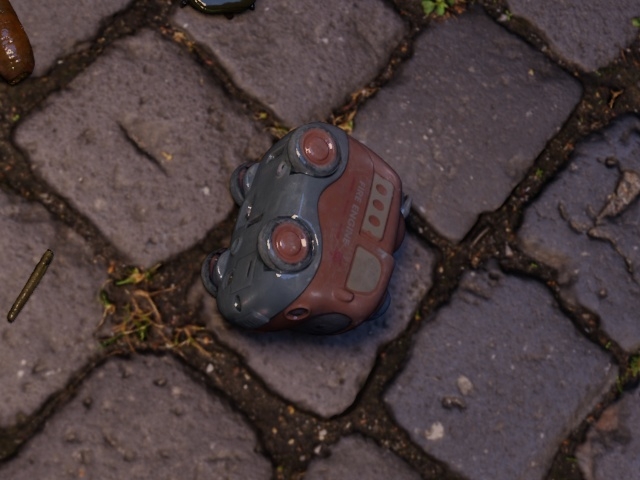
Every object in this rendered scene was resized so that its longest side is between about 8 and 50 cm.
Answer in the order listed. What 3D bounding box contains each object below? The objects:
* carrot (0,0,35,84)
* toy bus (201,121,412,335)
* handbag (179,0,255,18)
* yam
[{"bbox_3d":[-0.430,-0.295,1.826,0.060,0.060,0.186,-21,81,-25],"label":"carrot"},{"bbox_3d":[0.000,0.000,1.821,0.232,0.197,0.294,26,64,-22],"label":"toy bus"},{"bbox_3d":[-0.144,-0.349,1.954,0.111,0.047,0.072,-11,82,-23],"label":"handbag"},{"bbox_3d":[-0.368,0.057,1.756,0.014,0.014,0.107,31,65,-8],"label":"yam"}]
